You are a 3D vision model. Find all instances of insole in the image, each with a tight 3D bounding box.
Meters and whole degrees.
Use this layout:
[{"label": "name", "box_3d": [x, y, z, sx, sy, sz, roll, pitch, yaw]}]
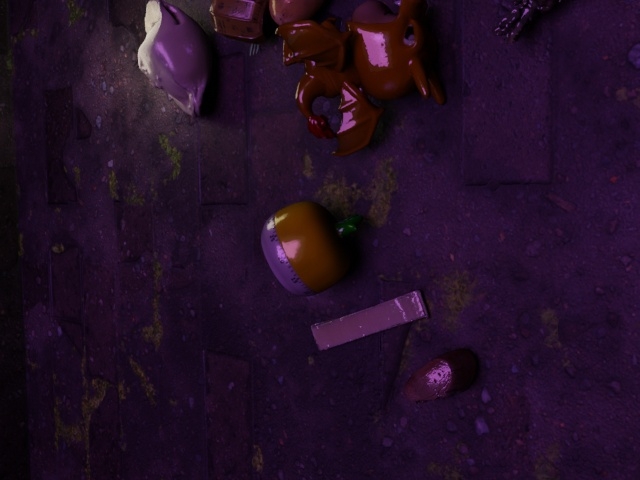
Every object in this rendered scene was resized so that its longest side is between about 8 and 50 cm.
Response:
[{"label": "insole", "box_3d": [0.007, -0.649, 1.974, 0.153, 0.002, 0.053, 33, 113, 32]}]

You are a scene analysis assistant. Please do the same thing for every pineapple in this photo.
[{"label": "pineapple", "box_3d": [0.508, -0.582, 1.469, 0.361, 0.175, 0.175, -47, 66, 30]}]

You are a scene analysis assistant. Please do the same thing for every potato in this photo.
[{"label": "potato", "box_3d": [-0.054, -0.713, 1.939, 0.150, 0.146, 0.234, 37, 117, -2]}]

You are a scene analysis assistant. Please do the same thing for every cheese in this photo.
[{"label": "cheese", "box_3d": [0.131, 0.232, 1.931, 0.400, 0.034, 0.085, -23, 79, 38]}]

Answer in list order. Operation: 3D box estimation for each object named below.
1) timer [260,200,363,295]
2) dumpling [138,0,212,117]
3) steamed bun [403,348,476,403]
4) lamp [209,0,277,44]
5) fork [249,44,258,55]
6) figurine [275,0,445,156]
[{"label": "timer", "box_3d": [0.000, 0.000, 1.890, 0.285, 0.285, 0.285, 4, 96, 39]}, {"label": "dumpling", "box_3d": [-0.482, -0.590, 2.285, 0.395, 0.233, 0.315, 63, 160, -1]}, {"label": "steamed bun", "box_3d": [0.305, 0.354, 1.731, 0.175, 0.145, 0.106, -43, 69, 38]}, {"label": "lamp", "box_3d": [-0.229, -0.678, 2.051, 0.185, 0.161, 0.161, 19, 106, 19]}, {"label": "fork", "box_3d": [-0.213, -0.697, 2.138, 0.039, 0.021, 0.235, -4, 90, 35]}, {"label": "figurine", "box_3d": [0.108, -0.434, 1.763, 0.387, 0.268, 0.400, -7, 123, 23]}]
